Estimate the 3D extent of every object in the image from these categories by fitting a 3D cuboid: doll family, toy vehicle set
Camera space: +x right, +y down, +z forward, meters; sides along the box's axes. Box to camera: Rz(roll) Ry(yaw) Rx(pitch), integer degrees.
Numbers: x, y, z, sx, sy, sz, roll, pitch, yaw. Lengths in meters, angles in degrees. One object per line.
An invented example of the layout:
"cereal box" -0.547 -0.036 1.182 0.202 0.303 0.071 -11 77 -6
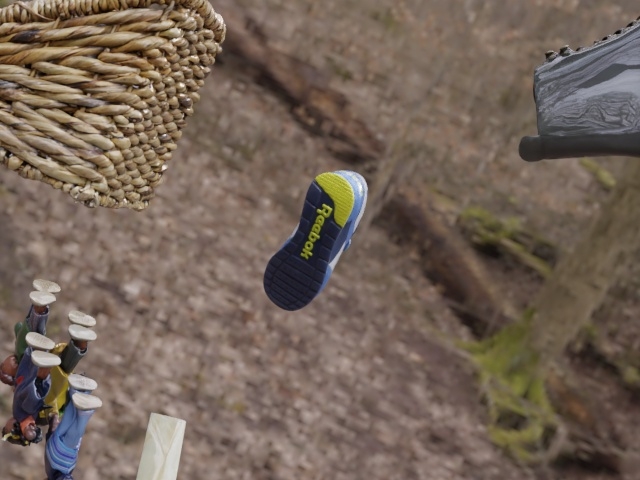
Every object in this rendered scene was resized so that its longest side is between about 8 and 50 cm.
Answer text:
"doll family" -0.212 0.124 1.156 0.076 0.111 0.193 20 25 -16
"toy vehicle set" -0.177 0.320 1.403 0.035 0.267 0.166 12 22 -5

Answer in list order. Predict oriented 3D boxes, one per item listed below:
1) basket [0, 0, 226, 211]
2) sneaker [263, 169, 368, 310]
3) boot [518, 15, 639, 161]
"basket" -0.237 -0.168 1.435 0.213 0.223 0.299 25 3 3
"sneaker" 0.000 0.000 1.278 0.053 0.144 0.059 36 28 9
"boot" 0.197 -0.129 0.931 0.137 0.198 0.077 0 -42 13
